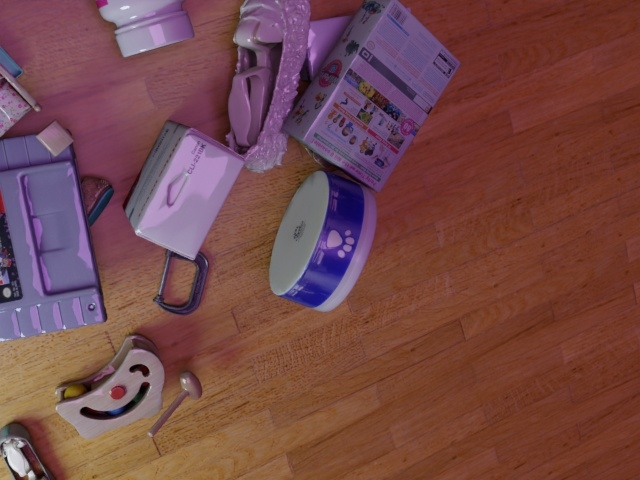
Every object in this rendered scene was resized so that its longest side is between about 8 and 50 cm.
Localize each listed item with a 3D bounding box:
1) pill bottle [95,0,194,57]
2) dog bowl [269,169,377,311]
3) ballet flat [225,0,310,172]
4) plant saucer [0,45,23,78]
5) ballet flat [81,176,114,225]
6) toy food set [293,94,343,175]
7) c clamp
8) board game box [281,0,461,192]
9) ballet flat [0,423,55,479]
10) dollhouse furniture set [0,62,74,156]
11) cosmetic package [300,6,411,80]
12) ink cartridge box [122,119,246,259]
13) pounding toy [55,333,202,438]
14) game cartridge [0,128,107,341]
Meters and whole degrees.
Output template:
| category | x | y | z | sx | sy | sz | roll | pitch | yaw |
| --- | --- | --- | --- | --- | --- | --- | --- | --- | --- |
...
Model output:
| category | x | y | z | sx | sy | sz | roll | pitch | yaw |
| --- | --- | --- | --- | --- | --- | --- | --- | --- | --- |
| pill bottle | -0.325 | -0.474 | 1.212 | 0.161 | 0.160 | 0.282 | -21 | 108 | -14 |
| dog bowl | 0.000 | 0.000 | 1.376 | 0.104 | 0.265 | 0.264 | 21 | 94 | -20 |
| ballet flat | -0.107 | -0.327 | 1.319 | 0.147 | 0.147 | 0.408 | 2 | 101 | -20 |
| plant saucer | -0.610 | -0.349 | 1.215 | 0.067 | 0.018 | 0.192 | -41 | 111 | -7 |
| ballet flat | -0.467 | -0.031 | 1.319 | 0.067 | 0.073 | 0.206 | 31 | 87 | 3 |
| toy food set | 0.020 | -0.218 | 1.457 | 0.133 | 0.038 | 0.192 | -21 | 108 | -14 |
| c clamp | -0.297 | 0.073 | 1.420 | 0.137 | 0.022 | 0.160 | 6 | 98 | -26 |
| board game box | 0.101 | -0.277 | 1.344 | 0.224 | 0.097 | 0.303 | 31 | 93 | -38 |
| ballet flat | -0.576 | 0.461 | 1.377 | 0.072 | 0.068 | 0.213 | -23 | 109 | -14 |
| dollhouse furniture set | -0.593 | -0.172 | 1.041 | 0.303 | 0.174 | 0.355 | -46 | 122 | -10 |
| cosmetic package | 0.070 | -0.396 | 1.413 | 0.231 | 0.085 | 0.117 | -12 | 106 | -15 |
| ink cartridge box | -0.253 | -0.100 | 1.259 | 0.114 | 0.273 | 0.196 | 27 | 92 | -22 |
| pounding toy | -0.375 | 0.288 | 1.364 | 0.270 | 0.155 | 0.154 | -19 | 112 | -15 |
| game cartridge | -0.529 | -0.005 | 1.246 | 0.230 | 0.068 | 0.354 | -11 | 94 | -11 |
